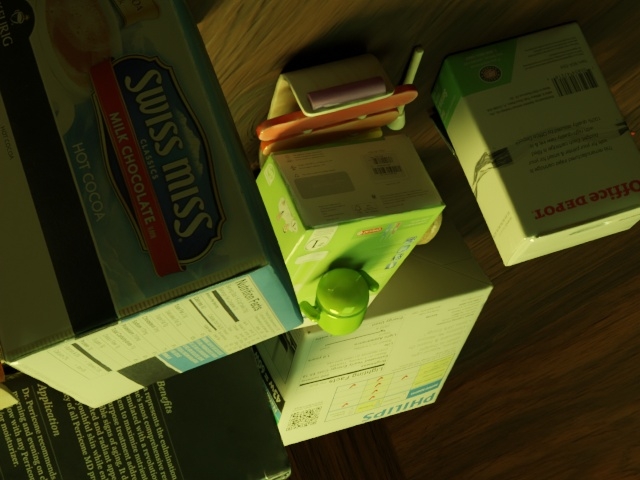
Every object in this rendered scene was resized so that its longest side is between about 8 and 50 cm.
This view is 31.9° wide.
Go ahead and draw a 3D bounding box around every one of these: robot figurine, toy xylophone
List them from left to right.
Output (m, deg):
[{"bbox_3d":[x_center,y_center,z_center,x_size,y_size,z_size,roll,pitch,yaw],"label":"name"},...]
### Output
[{"bbox_3d":[0.026,-0.148,1.442,0.236,0.081,0.322,-18,163,-8],"label":"toy xylophone"},{"bbox_3d":[0.026,0.077,1.412,0.101,0.067,0.115,-25,157,-16],"label":"robot figurine"}]

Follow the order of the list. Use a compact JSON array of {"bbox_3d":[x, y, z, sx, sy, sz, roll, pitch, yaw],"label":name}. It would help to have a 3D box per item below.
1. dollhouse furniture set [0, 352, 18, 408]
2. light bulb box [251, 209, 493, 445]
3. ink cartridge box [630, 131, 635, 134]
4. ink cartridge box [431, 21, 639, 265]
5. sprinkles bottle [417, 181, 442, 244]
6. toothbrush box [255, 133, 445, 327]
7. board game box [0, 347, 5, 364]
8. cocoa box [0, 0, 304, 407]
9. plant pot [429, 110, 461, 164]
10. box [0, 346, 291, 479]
[{"bbox_3d":[-0.403,0.054,1.273,0.259,0.262,0.135,-20,161,-3],"label":"dollhouse furniture set"},{"bbox_3d":[0.056,0.145,1.975,0.358,0.225,0.361,-12,144,-24],"label":"light bulb box"},{"bbox_3d":[0.446,-0.132,2.010,0.232,0.066,0.189,4,151,-44],"label":"ink cartridge box"},{"bbox_3d":[0.293,-0.127,1.481,0.198,0.272,0.115,-16,162,-12],"label":"ink cartridge box"},{"bbox_3d":[0.023,-0.035,1.711,0.355,0.121,0.121,-7,158,-37],"label":"sprinkles bottle"},{"bbox_3d":[0.000,0.000,1.462,0.206,0.122,0.283,-11,151,-29],"label":"toothbrush box"},{"bbox_3d":[-0.524,0.189,1.673,0.124,0.039,0.259,-20,-173,17],"label":"board game box"},{"bbox_3d":[-0.184,-0.061,1.019,0.228,0.347,0.231,-21,162,0],"label":"cocoa box"},{"bbox_3d":[0.293,-0.135,1.645,0.167,0.187,0.188,-36,160,8],"label":"plant pot"},{"bbox_3d":[-0.372,0.314,1.795,0.472,0.297,0.480,-17,180,-24],"label":"box"}]
